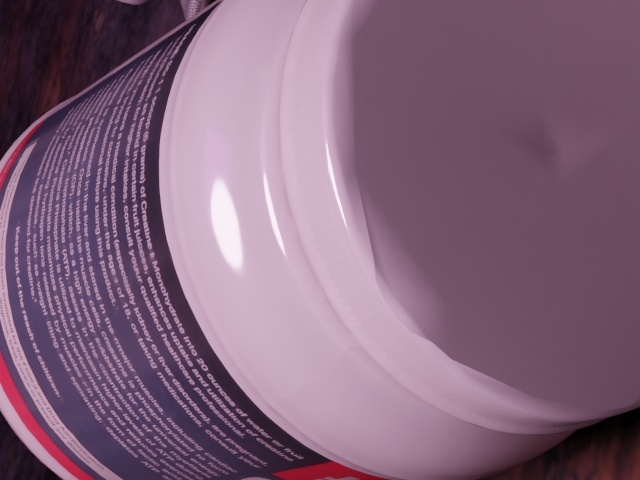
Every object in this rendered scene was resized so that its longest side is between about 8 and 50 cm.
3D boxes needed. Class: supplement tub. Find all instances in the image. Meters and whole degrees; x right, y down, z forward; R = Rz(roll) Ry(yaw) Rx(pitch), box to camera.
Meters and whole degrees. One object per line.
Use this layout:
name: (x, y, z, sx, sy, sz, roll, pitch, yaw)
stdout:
supplement tub: (0.000, 0.000, 0.635, 0.272, 0.191, 0.191, -21, 59, 56)

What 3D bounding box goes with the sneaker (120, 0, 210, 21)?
sneaker: (-0.061, -0.212, 0.902, 0.210, 0.137, 0.366, -69, 25, 12)
